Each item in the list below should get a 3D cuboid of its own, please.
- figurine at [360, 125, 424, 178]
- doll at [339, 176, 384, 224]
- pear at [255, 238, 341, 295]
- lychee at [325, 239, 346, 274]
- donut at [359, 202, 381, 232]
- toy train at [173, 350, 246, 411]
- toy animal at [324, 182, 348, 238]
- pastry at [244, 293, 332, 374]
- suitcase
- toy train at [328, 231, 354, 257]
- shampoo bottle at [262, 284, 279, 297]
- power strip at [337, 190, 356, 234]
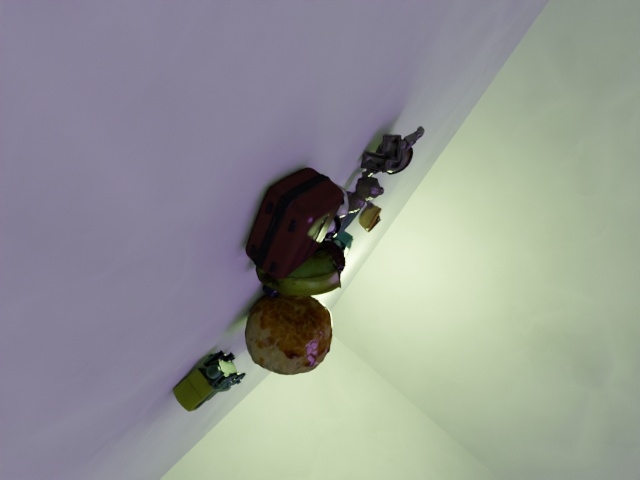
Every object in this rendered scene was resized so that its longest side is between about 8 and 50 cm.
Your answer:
[{"bbox_3d":[0.284,-0.339,1.836,0.308,0.143,0.308,-17,179,0],"label":"figurine"},{"bbox_3d":[0.140,-0.149,1.902,0.091,0.203,0.286,-96,-165,-46],"label":"doll"},{"bbox_3d":[-0.078,0.105,1.533,0.255,0.238,0.164,-18,137,-12],"label":"pear"},{"bbox_3d":[0.032,0.094,2.087,0.188,0.188,0.188,-48,167,-14],"label":"lychee"},{"bbox_3d":[0.274,-0.126,2.557,0.141,0.085,0.217,-48,167,-12],"label":"donut"},{"bbox_3d":[-0.452,0.593,1.943,0.237,0.150,0.369,-40,166,-9],"label":"toy train"},{"bbox_3d":[0.006,-0.111,1.528,0.138,0.166,0.179,-109,-136,-78],"label":"toy animal"},{"bbox_3d":[-0.123,0.370,1.924,0.388,0.388,0.312,-33,159,-55],"label":"pastry"},{"bbox_3d":[-0.078,-0.050,1.344,0.236,0.161,0.297,-39,162,-47],"label":"suitcase"},{"bbox_3d":[0.088,0.036,2.319,0.163,0.112,0.203,-52,170,-27],"label":"toy train"},{"bbox_3d":[-0.093,0.071,1.834,0.359,0.078,0.134,-53,170,7],"label":"shampoo bottle"},{"bbox_3d":[0.133,-0.127,2.125,0.167,0.054,0.253,-37,161,-44],"label":"power strip"}]
